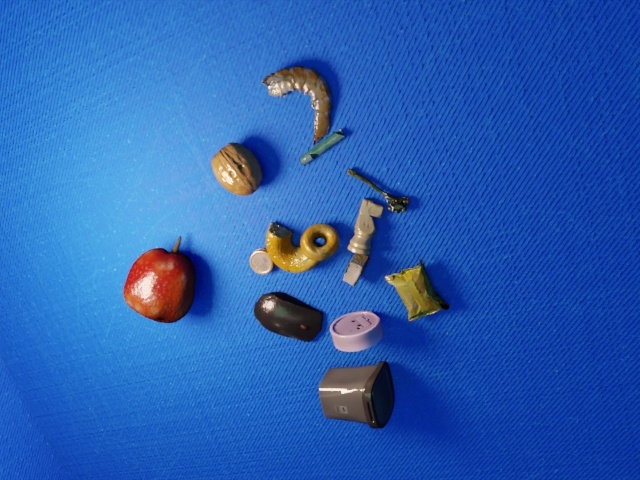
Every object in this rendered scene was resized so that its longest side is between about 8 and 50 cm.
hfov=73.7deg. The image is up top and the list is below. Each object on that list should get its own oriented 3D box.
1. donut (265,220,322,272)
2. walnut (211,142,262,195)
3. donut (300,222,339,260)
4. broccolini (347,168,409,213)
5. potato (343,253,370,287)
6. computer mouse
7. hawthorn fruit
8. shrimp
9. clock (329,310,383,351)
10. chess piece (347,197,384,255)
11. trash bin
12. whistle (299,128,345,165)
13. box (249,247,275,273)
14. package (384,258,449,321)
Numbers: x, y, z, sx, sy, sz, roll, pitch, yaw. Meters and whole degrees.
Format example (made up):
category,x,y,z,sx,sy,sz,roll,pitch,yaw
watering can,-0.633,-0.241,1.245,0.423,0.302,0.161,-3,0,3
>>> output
category,x,y,z,sx,sy,sz,roll,pitch,yaw
donut,-0.113,0.053,1.665,0.259,0.101,0.152,25,117,1
walnut,-0.304,-0.260,1.576,0.165,0.165,0.197,-33,89,22
donut,0.000,0.000,1.586,0.152,0.058,0.151,3,70,-7
broccolini,0.206,-0.181,1.540,0.254,0.071,0.057,34,146,10
potato,0.132,0.111,1.609,0.061,0.086,0.122,30,135,12
computer mouse,-0.136,0.319,1.753,0.296,0.087,0.168,21,108,5
hawthorn fruit,-0.641,0.153,1.754,0.285,0.285,0.368,17,90,9
shrimp,-0.051,-0.500,1.493,0.185,0.068,0.287,-36,105,26
clock,0.138,0.344,1.630,0.197,0.197,0.068,-10,105,17
chess piece,0.167,-0.050,1.567,0.090,0.090,0.200,17,99,9
trash bin,0.144,0.614,1.717,0.250,0.219,0.219,-7,104,24
whistle,0.006,-0.334,1.535,0.186,0.039,0.039,-32,97,21
box,-0.234,0.084,1.731,0.106,0.037,0.105,4,107,13
package,0.358,0.188,1.581,0.168,0.090,0.226,-26,102,18
